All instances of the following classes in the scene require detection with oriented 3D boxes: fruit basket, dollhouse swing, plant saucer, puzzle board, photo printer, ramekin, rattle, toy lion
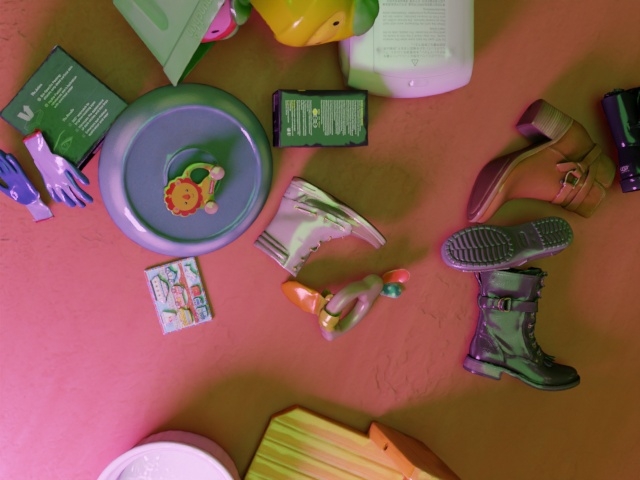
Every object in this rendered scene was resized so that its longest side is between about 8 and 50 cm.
[{"bbox_3d":[-0.092,-0.404,1.211,0.392,0.392,0.283,37,53,-11],"label":"fruit basket"},{"bbox_3d":[0.035,0.518,1.396,0.305,0.315,0.347,24,92,-22],"label":"dollhouse swing"},{"bbox_3d":[-0.228,-0.117,1.351,0.317,0.044,0.317,-7,109,-22],"label":"plant saucer"},{"bbox_3d":[-0.266,0.104,1.429,0.096,0.011,0.128,-16,98,-8],"label":"puzzle board"},{"bbox_3d":[0.157,-0.417,1.396,0.256,0.107,0.307,-3,97,-9],"label":"photo printer"},{"bbox_3d":[-0.270,0.483,1.388,0.277,0.135,0.277,0,92,-1],"label":"ramekin"},{"bbox_3d":[0.052,0.089,1.471,0.200,0.143,0.130,-41,134,-18],"label":"rattle"},{"bbox_3d":[-0.222,-0.089,1.323,0.096,0.034,0.100,9,102,-18],"label":"toy lion"}]

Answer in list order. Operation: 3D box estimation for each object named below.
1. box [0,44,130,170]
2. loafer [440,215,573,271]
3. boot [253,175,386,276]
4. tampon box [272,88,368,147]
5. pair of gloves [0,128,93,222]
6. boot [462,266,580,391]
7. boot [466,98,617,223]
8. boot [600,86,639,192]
[{"bbox_3d":[-0.437,-0.224,1.325,0.158,0.093,0.156,40,88,-12],"label":"box"},{"bbox_3d":[0.357,0.020,1.472,0.251,0.087,0.094,-7,64,0],"label":"loafer"},{"bbox_3d":[0.000,0.000,1.429,0.213,0.077,0.165,32,89,-6],"label":"boot"},{"bbox_3d":[-0.002,-0.220,1.383,0.161,0.120,0.101,-2,97,-9],"label":"tampon box"},{"bbox_3d":[-0.488,-0.107,1.314,0.198,0.023,0.159,-14,120,32],"label":"pair of gloves"},{"bbox_3d":[0.411,0.167,1.507,0.263,0.091,0.229,12,94,-8],"label":"boot"},{"bbox_3d":[0.432,-0.105,1.487,0.220,0.109,0.283,36,82,-15],"label":"boot"},{"bbox_3d":[0.672,-0.209,1.506,0.246,0.094,0.207,-8,87,-23],"label":"boot"}]
